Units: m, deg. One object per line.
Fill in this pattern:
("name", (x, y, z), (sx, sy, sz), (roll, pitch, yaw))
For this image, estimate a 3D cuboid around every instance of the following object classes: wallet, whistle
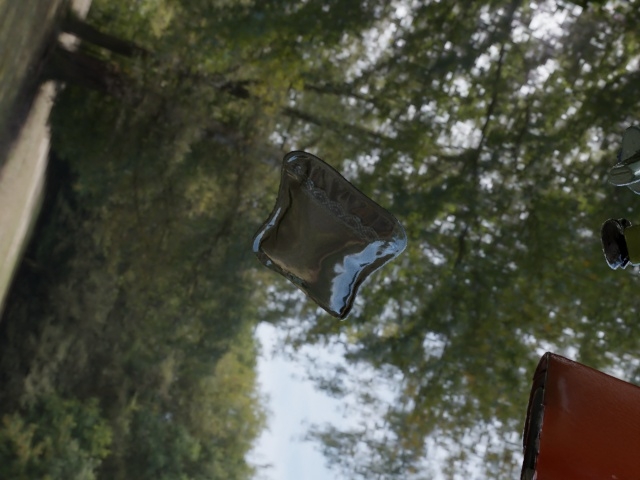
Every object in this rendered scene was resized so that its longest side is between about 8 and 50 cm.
("wallet", (0.236, 0.160, 0.590), (0.142, 0.205, 0.045), (-60, 170, -54))
("whistle", (0.435, -0.109, 1.108), (0.110, 0.244, 0.092), (-8, -83, 49))

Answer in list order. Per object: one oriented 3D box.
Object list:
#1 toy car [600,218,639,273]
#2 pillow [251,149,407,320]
("toy car", (0.426, 0.027, 0.964), (0.201, 0.248, 0.142), (-12, -96, 27))
("pillow", (0.000, 0.000, 0.813), (0.033, 0.130, 0.217), (-50, 177, -29))
